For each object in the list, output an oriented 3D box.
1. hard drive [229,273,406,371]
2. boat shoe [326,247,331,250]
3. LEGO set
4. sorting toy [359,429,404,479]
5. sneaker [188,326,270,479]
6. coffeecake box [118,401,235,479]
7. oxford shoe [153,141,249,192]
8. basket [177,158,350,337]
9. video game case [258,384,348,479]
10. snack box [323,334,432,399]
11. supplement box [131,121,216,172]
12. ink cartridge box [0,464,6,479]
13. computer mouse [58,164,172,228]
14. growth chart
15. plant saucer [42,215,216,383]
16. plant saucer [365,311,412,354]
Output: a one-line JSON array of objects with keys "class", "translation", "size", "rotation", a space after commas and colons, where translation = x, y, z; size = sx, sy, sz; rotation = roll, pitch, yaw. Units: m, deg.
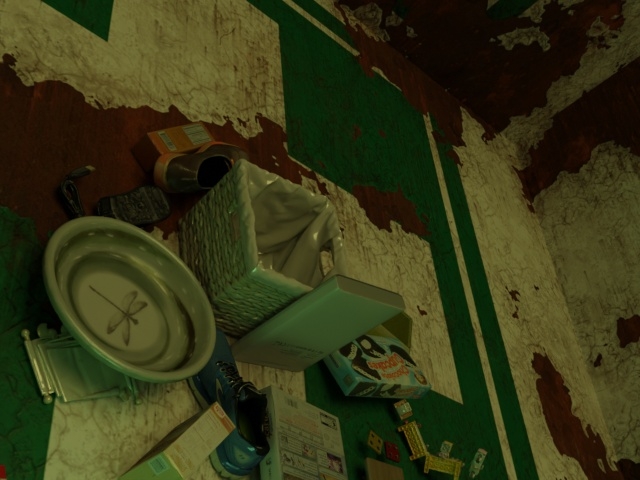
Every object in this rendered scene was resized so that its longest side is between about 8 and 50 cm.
[{"class": "hard drive", "translation": [-0.008, 0.200, 1.903], "size": [0.233, 0.353, 0.047], "rotation": [20, 46, -43]}, {"class": "boat shoe", "translation": [0.000, 0.000, 2.403], "size": [0.135, 0.050, 0.045], "rotation": [13, 44, -47]}, {"class": "LEGO set", "translation": [0.306, 0.550, 2.231], "size": [0.287, 0.132, 0.107], "rotation": [32, 7, 20]}, {"class": "sorting toy", "translation": [0.150, 0.606, 2.016], "size": [0.132, 0.046, 0.275], "rotation": [27, 40, -36]}, {"class": "sneaker", "translation": [-0.179, 0.327, 1.753], "size": [0.129, 0.147, 0.330], "rotation": [9, 52, -50]}, {"class": "coffeecake box", "translation": [-0.269, 0.402, 1.563], "size": [0.068, 0.142, 0.185], "rotation": [54, 31, -1]}, {"class": "oxford shoe", "translation": [-0.264, -0.175, 2.095], "size": [0.363, 0.132, 0.130], "rotation": [-28, 121, -60]}, {"class": "basket", "translation": [-0.132, 0.045, 1.976], "size": [0.331, 0.266, 0.328], "rotation": [23, 43, -39]}, {"class": "video game case", "translation": [-0.038, 0.480, 1.835], "size": [0.269, 0.061, 0.244], "rotation": [36, 33, -44]}, {"class": "snack box", "translation": [0.142, 0.334, 2.206], "size": [0.321, 0.060, 0.187], "rotation": [14, 32, -46]}, {"class": "supplement box", "translation": [-0.373, -0.242, 2.117], "size": [0.080, 0.078, 0.233], "rotation": [55, 31, 6]}, {"class": "ink cartridge box", "translation": [-0.544, 0.414, 1.233], "size": [0.134, 0.078, 0.231], "rotation": [18, 42, -48]}, {"class": "computer mouse", "translation": [-0.471, -0.090, 1.860], "size": [0.262, 0.060, 0.184], "rotation": [-28, 88, -47]}, {"class": "growth chart", "translation": [-0.457, 0.239, 1.589], "size": [0.237, 0.021, 0.172], "rotation": [10, 51, -49]}, {"class": "plant saucer", "translation": [-0.398, 0.133, 1.671], "size": [0.400, 0.100, 0.401], "rotation": [36, 28, -23]}, {"class": "plant saucer", "translation": [0.211, 0.250, 2.445], "size": [0.188, 0.045, 0.188], "rotation": [41, 34, -21]}]
